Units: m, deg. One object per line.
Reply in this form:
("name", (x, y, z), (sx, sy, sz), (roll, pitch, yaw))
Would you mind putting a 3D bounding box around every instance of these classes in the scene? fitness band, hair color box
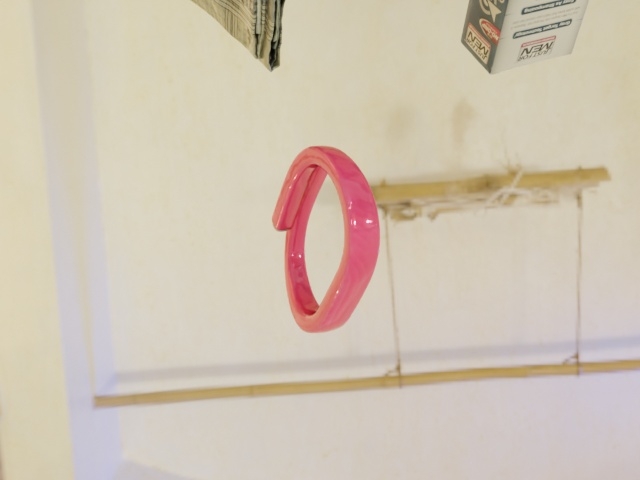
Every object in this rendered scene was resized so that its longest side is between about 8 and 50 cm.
("fitness band", (0.000, 0.000, 1.184), (0.054, 0.209, 0.291), (-6, 145, -23))
("hair color box", (0.341, -0.442, 1.348), (0.173, 0.347, 0.105), (-17, -129, -19))

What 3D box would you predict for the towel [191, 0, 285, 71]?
("towel", (-0.164, -0.507, 1.561), (0.056, 0.312, 0.324), (-23, -129, -30))
